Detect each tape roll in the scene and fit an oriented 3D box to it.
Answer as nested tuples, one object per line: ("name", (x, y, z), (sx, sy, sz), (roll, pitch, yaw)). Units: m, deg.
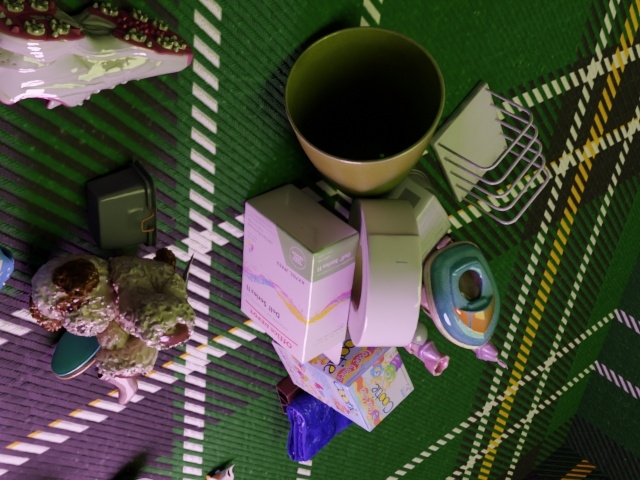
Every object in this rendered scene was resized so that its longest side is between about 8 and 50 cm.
("tape roll", (0.114, 0.060, 1.740), (0.100, 0.286, 0.286), (1, 128, -7))

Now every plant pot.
("plant pot", (0.084, -0.197, 1.700), (0.275, 0.275, 0.293), (-45, 161, -14))

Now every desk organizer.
("desk organizer", (-0.066, 0.380, 2.203), (0.050, 0.047, 0.130), (-37, 143, -21))

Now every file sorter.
("file sorter", (0.410, -0.196, 2.160), (0.193, 0.173, 0.278), (-50, 147, -8))

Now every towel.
("towel", (0.047, 0.396, 2.246), (0.308, 0.076, 0.228), (-36, 146, -30))

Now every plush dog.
("plush dog", (-0.337, 0.084, 1.436), (0.225, 0.210, 0.262), (14, 150, -28))

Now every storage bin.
("storage bin", (-0.317, -0.044, 1.462), (0.091, 0.098, 0.135), (-18, 134, -28))

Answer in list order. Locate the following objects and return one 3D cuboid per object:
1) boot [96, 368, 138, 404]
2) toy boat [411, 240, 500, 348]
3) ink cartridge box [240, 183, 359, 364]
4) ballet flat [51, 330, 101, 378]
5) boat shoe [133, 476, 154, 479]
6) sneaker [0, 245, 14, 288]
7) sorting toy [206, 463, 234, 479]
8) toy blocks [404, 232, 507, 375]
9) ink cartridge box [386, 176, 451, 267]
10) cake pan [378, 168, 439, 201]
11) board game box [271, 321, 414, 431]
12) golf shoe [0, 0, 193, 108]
("boot", (-0.377, 0.254, 1.705), (0.087, 0.042, 0.118), (13, 108, -49))
("toy boat", (0.299, 0.162, 2.172), (0.318, 0.148, 0.267), (-26, 101, -22))
("ink cartridge box", (-0.050, 0.093, 1.808), (0.119, 0.207, 0.353), (-26, 137, -34))
("ballet flat", (-0.371, 0.142, 1.573), (0.232, 0.080, 0.073), (-54, 160, 2))
("boat shoe", (-0.439, 0.610, 1.906), (0.114, 0.091, 0.302), (40, 87, -13))
("sneaker", (-0.496, 0.082, 1.343), (0.126, 0.091, 0.240), (-30, 139, -34))
("sorting toy", (-0.230, 0.565, 2.172), (0.075, 0.045, 0.083), (-32, 142, -42))
("toy blocks", (0.369, 0.210, 2.398), (0.309, 0.260, 0.288), (-51, 147, -4))
("ink cartridge box", (0.162, 0.036, 2.075), (0.308, 0.091, 0.385), (-55, 164, 1))
("cake pan", (0.174, -0.024, 2.128), (0.293, 0.054, 0.293), (-32, 141, -30))
("board game box", (0.046, 0.271, 2.004), (0.142, 0.275, 0.144), (-40, 126, -21))
("golf shoe", (-0.320, -0.250, 1.264), (0.306, 0.115, 0.140), (-4, 133, -43))
